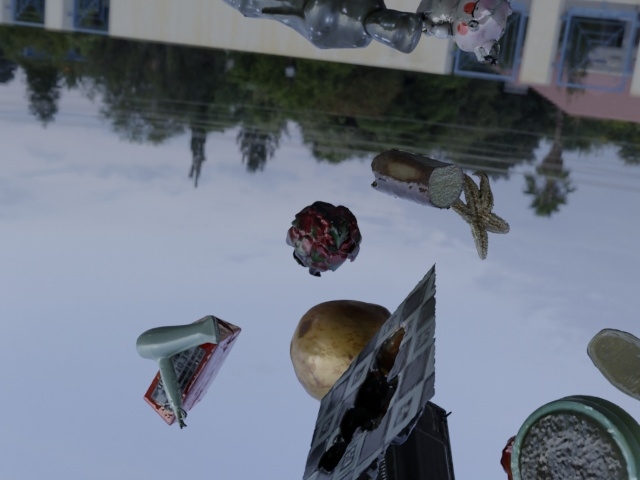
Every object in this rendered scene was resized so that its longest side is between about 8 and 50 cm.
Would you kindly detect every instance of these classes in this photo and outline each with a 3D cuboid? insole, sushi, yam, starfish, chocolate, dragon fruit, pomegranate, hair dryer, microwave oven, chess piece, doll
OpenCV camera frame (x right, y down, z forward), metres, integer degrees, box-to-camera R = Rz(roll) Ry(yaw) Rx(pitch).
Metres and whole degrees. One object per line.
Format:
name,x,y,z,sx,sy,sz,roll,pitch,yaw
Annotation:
insole,0.481,0.205,1.145,0.248,0.081,0.011,33,-158,-11
sushi,0.088,0.233,1.089,0.069,0.320,0.339,33,-156,-7
yam,0.242,-0.162,2.069,0.129,0.128,0.238,27,177,-43
starfish,0.423,-0.067,2.120,0.216,0.238,0.071,0,179,-24
chocolate,-0.311,0.305,1.959,0.108,0.237,0.235,32,-173,5
dragon fruit,0.006,-0.005,1.923,0.189,0.182,0.182,-29,-178,20
pomegranate,0.057,0.201,1.482,0.216,0.215,0.215,6,-167,-2
hair dryer,-0.306,0.300,1.794,0.207,0.237,0.075,-13,169,24
microwave oven,0.130,0.521,1.731,0.219,0.286,0.354,33,-144,-26
chess piece,0.390,0.277,1.009,0.298,0.175,0.176,8,-171,-41
doll,0.257,-0.400,1.434,0.192,0.149,0.095,25,178,31

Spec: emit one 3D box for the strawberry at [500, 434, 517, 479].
strawberry,0.525,0.513,1.632,0.336,0.265,0.149,47,-156,14

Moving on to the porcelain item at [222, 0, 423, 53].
porcelain item,0.001,-0.216,0.735,0.216,0.081,0.069,33,-159,29
